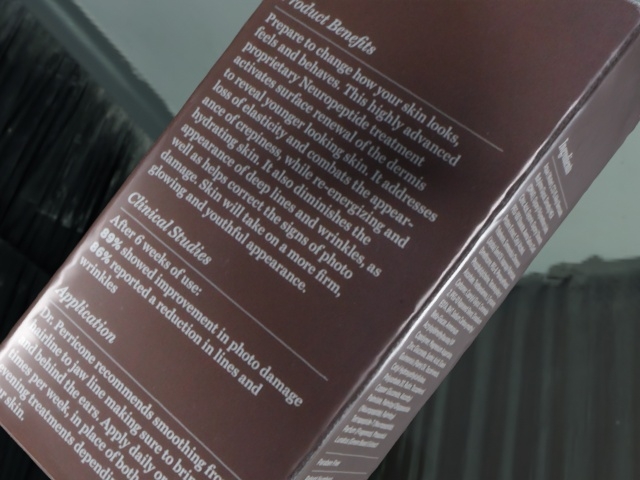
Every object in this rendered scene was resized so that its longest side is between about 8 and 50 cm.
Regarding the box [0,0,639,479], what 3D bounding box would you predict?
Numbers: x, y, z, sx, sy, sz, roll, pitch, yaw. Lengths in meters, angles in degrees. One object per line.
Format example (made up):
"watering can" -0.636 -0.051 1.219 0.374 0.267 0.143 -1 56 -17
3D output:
"box" 0.000 0.000 0.548 0.191 0.381 0.143 38 -179 24
